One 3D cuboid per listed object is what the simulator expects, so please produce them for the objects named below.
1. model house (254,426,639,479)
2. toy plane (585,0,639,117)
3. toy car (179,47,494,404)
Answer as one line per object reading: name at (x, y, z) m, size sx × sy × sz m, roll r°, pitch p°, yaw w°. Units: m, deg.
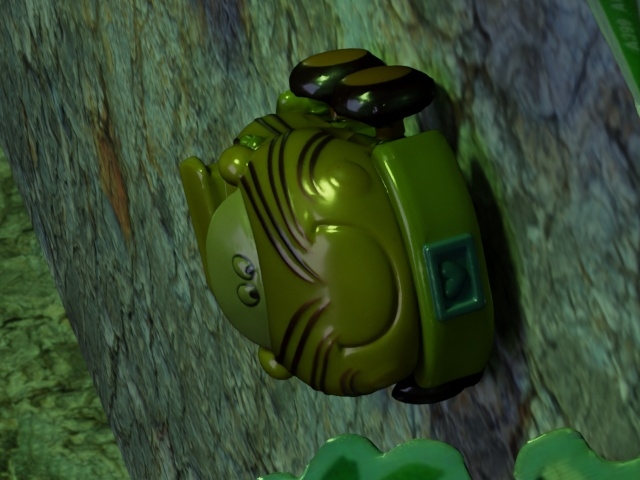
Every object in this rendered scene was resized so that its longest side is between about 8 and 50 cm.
model house at (0.071, 0.240, 0.725) m, size 0.242 × 0.313 × 0.357 m, roll 36°, pitch -144°, yaw -82°
toy plane at (0.113, -0.121, 0.635) m, size 0.255 × 0.101 × 0.251 m, roll 37°, pitch 163°, yaw 10°
toy car at (0.000, 0.000, 1.128) m, size 0.248 × 0.142 × 0.200 m, roll -149°, pitch 44°, yaw -70°
